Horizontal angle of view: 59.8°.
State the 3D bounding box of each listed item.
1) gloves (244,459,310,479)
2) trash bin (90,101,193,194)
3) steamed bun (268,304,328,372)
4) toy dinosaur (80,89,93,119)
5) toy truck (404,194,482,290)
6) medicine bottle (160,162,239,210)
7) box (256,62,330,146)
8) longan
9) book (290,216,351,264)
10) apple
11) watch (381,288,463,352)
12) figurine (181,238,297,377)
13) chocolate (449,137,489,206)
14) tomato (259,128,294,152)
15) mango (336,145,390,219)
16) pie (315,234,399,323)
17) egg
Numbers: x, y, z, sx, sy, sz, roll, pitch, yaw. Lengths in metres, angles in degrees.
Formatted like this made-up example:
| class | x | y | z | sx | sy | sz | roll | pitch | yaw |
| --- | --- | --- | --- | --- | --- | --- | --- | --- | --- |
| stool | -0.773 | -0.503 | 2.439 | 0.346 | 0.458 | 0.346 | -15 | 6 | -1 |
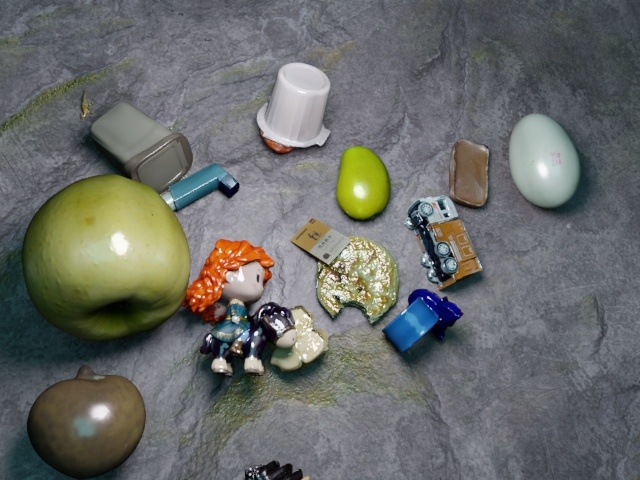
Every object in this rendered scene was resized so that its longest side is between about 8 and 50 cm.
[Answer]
| class | x | y | z | sx | sy | sz | roll | pitch | yaw |
| --- | --- | --- | --- | --- | --- | --- | --- | --- | --- |
| gloves | -0.117 | 0.685 | 1.563 | 0.180 | 0.106 | 0.129 | -8 | 69 | -7 |
| trash bin | -0.587 | -0.302 | 1.808 | 0.250 | 0.220 | 0.219 | 39 | 67 | 14 |
| steamed bun | -0.075 | 0.315 | 1.708 | 0.192 | 0.106 | 0.177 | -39 | 66 | -6 |
| toy dinosaur | -0.808 | -0.472 | 1.926 | 0.041 | 0.026 | 0.113 | 2 | 78 | 11 |
| toy truck | 0.417 | -0.002 | 1.879 | 0.162 | 0.136 | 0.306 | -15 | 75 | -20 |
| medicine bottle | -0.404 | -0.164 | 1.846 | 0.258 | 0.079 | 0.124 | -29 | 77 | -16 |
| box | -0.079 | -0.489 | 1.907 | 0.262 | 0.206 | 0.291 | -6 | 52 | -26 |
| longan | -0.623 | 0.485 | 1.493 | 0.300 | 0.243 | 0.300 | 16 | 49 | -19 |
| book | 0.000 | 0.000 | 1.843 | 0.172 | 0.012 | 0.118 | 31 | 66 | 30 |
| apple | -0.590 | 0.043 | 1.555 | 0.472 | 0.474 | 0.474 | 3 | 70 | -7 |
| watch | 0.301 | 0.256 | 1.738 | 0.200 | 0.196 | 0.171 | -34 | 68 | -25 |
| figurine | -0.237 | 0.202 | 1.641 | 0.306 | 0.241 | 0.412 | -34 | 65 | 8 |
| chocolate | 0.521 | -0.235 | 2.005 | 0.160 | 0.083 | 0.262 | 19 | 68 | -20 |
| tomato | -0.144 | -0.359 | 1.954 | 0.155 | 0.069 | 0.156 | 11 | 45 | -12 |
| mango | 0.150 | -0.200 | 1.905 | 0.185 | 0.149 | 0.273 | 10 | 65 | -2 |
| pie | 0.123 | 0.125 | 1.825 | 0.302 | 0.067 | 0.303 | 2 | 71 | -6 |
| egg | 0.791 | -0.289 | 1.985 | 0.229 | 0.230 | 0.371 | -3 | 66 | -9 |
